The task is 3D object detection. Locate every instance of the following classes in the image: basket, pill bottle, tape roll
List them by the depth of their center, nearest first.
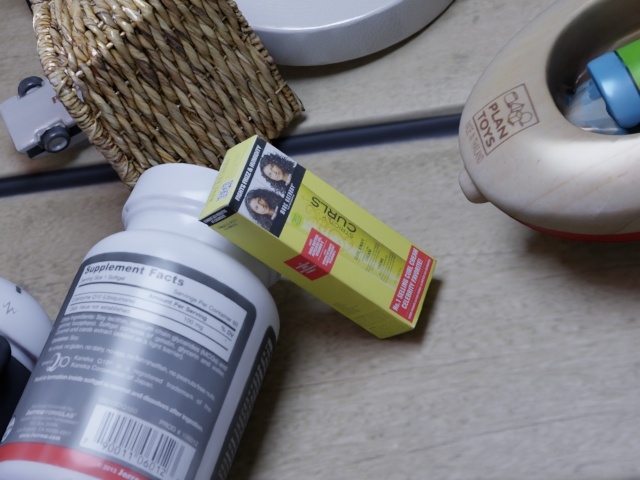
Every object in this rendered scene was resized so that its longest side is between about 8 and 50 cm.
[{"bbox_3d":[-0.161,0.122,1.580,0.210,0.210,0.363,2,56,30],"label":"pill bottle"},{"bbox_3d":[-0.203,-0.182,1.772,0.213,0.299,0.223,30,74,40],"label":"basket"},{"bbox_3d":[0.002,-0.377,1.909,0.392,0.072,0.392,-6,58,10],"label":"tape roll"}]

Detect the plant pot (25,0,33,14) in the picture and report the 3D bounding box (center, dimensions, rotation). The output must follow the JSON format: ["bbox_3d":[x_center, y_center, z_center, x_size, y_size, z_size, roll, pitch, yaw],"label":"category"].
[{"bbox_3d":[-0.330,-0.437,2.135,0.167,0.188,0.187,-13,49,3],"label":"plant pot"}]

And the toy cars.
[{"bbox_3d":[-0.239,-0.249,1.996,0.176,0.087,0.394,16,69,24],"label":"toy cars"}]

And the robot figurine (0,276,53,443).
[{"bbox_3d":[-0.392,0.162,1.699,0.209,0.173,0.278,17,65,29],"label":"robot figurine"}]

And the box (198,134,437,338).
[{"bbox_3d":[0.000,0.000,1.571,0.058,0.232,0.087,-22,39,52],"label":"box"}]

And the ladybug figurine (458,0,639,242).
[{"bbox_3d":[0.342,-0.134,1.530,0.449,0.162,0.305,-23,47,11],"label":"ladybug figurine"}]
